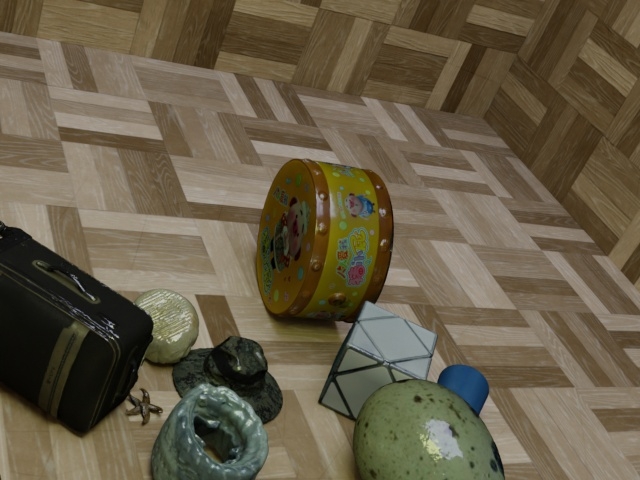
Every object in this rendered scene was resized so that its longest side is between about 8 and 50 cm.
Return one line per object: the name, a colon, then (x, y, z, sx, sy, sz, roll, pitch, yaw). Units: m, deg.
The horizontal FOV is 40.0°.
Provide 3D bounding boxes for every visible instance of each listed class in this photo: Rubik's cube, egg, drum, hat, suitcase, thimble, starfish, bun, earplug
Rubik's cube: (0.140, 0.307, 2.112, 0.207, 0.205, 0.205, 27, 31, 3)
egg: (0.231, 0.464, 1.855, 0.287, 0.288, 0.379, -11, 43, -44)
drum: (0.000, 0.000, 2.284, 0.214, 0.431, 0.431, 7, 35, -24)
hat: (-0.190, 0.291, 1.989, 0.265, 0.128, 0.265, 19, 33, -13)
suitcase: (-0.554, 0.174, 1.768, 0.434, 0.283, 0.194, 30, 28, 9)
thimble: (-0.223, 0.416, 1.741, 0.205, 0.172, 0.250, 11, 36, -29)
starfish: (-0.373, 0.352, 1.862, 0.078, 0.028, 0.091, 5, 38, -19)
bun: (-0.362, 0.203, 2.029, 0.164, 0.111, 0.188, -30, 58, -31)
earplug: (0.316, 0.430, 2.129, 0.132, 0.132, 0.273, 29, 35, 7)

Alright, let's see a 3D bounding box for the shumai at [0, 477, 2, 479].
shumai: (-0.612, 0.430, 1.561, 0.080, 0.082, 0.083, 3, -18, 36)
